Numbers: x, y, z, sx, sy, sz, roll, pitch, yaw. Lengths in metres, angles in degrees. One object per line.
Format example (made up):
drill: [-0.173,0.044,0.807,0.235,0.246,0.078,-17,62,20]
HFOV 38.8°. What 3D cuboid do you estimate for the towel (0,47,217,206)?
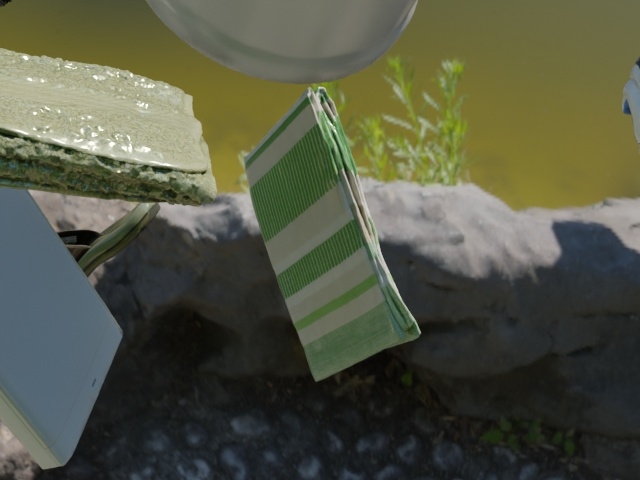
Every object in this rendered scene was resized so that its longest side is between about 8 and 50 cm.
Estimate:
towel: [-0.120,-0.055,0.392,0.148,0.027,0.110,7,28,-23]

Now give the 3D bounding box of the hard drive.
hard drive: [-0.315,0.052,0.917,0.040,0.308,0.203,-14,34,18]

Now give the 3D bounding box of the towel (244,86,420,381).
towel: [0.000,0.000,1.159,0.038,0.248,0.325,-15,78,-32]

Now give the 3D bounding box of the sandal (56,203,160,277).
sandal: [-0.384,0.016,1.407,0.302,0.086,0.120,-39,19,2]

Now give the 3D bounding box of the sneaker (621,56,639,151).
sneaker: [0.595,-0.191,1.360,0.130,0.236,0.323,8,35,-39]

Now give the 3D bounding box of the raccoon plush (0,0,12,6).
raccoon plush: [-0.465,-0.413,1.111,0.299,0.216,0.446,0,34,27]

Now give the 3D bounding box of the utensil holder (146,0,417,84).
utensil holder: [0.011,-0.384,0.827,0.327,0.385,0.328,8,64,-17]
